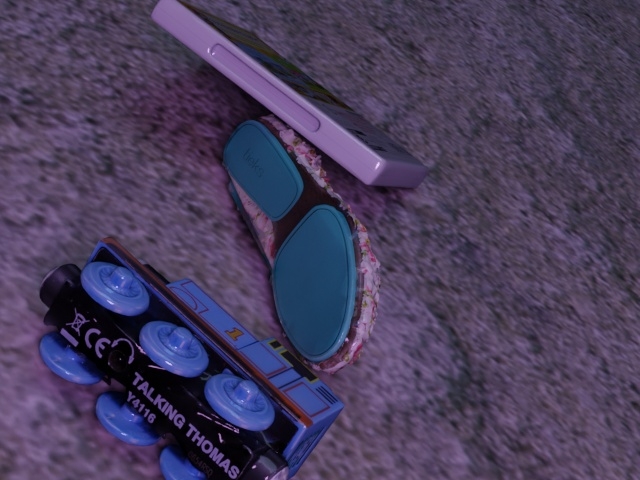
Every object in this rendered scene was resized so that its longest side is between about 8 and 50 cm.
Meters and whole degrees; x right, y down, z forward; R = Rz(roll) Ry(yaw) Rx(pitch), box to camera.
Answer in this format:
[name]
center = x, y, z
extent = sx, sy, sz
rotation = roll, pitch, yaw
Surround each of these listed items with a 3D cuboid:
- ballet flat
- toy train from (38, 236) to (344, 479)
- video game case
[ballet flat]
center = 0.000, 0.000, 0.941
extent = 0.077, 0.091, 0.241
rotation = 27, 29, -41
[toy train]
center = -0.079, 0.074, 0.770
extent = 0.184, 0.080, 0.105
rotation = 40, 22, 16
[video game case]
center = -0.016, -0.111, 1.061
extent = 0.206, 0.026, 0.227
rotation = 38, 9, 9
